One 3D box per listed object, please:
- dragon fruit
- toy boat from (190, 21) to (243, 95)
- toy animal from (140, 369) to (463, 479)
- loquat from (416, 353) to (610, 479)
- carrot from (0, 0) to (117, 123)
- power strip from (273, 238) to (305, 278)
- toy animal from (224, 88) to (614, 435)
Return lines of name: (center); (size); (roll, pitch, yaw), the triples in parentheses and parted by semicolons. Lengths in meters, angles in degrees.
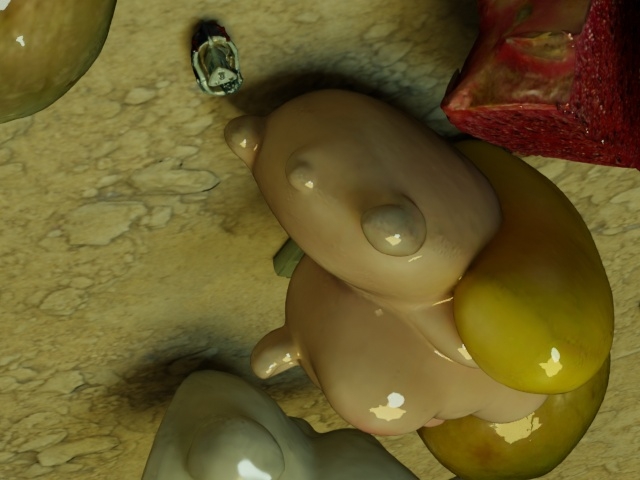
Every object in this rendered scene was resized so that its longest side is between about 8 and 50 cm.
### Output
dragon fruit: (0.172, -0.145, 1.345); (0.126, 0.161, 0.274); (11, 177, 25)
toy boat: (-0.074, -0.126, 1.323); (0.038, 0.038, 0.083); (-15, 154, 0)
toy animal: (0.008, 0.260, 1.770); (0.368, 0.196, 0.241); (24, 166, -6)
loquat: (0.163, 0.100, 1.700); (0.213, 0.213, 0.246); (-13, 126, -5)
carrot: (-0.274, -0.170, 0.933); (0.341, 0.224, 0.224); (3, 148, -25)
power strip: (0.000, 0.000, 1.622); (0.051, 0.019, 0.136); (-1, 150, -30)
toy animal: (0.067, 0.056, 1.441); (0.345, 0.277, 0.247); (18, 121, -45)
